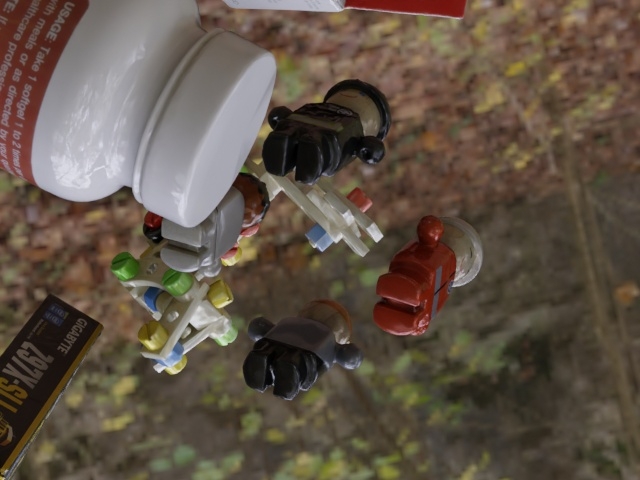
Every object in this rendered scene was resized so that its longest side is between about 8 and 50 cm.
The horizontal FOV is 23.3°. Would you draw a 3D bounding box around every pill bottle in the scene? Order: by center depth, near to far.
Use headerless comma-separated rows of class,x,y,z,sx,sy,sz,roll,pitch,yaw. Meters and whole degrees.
pill bottle,-0.136,-0.093,0.735,0.216,0.121,0.121,27,174,9

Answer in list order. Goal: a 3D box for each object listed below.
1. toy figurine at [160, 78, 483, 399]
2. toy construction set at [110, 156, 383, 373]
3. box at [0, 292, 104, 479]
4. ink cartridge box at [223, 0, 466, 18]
toy figurine,0.000,0.000,1.246,0.209,0.213,0.148,-36,-177,32
toy construction set,-0.100,0.007,1.801,0.328,0.151,0.215,-32,-146,-14
box,-0.352,0.228,1.593,0.257,0.079,0.322,-58,-176,23
ink cartridge box,0.041,-0.376,1.573,0.261,0.296,0.066,6,165,23
